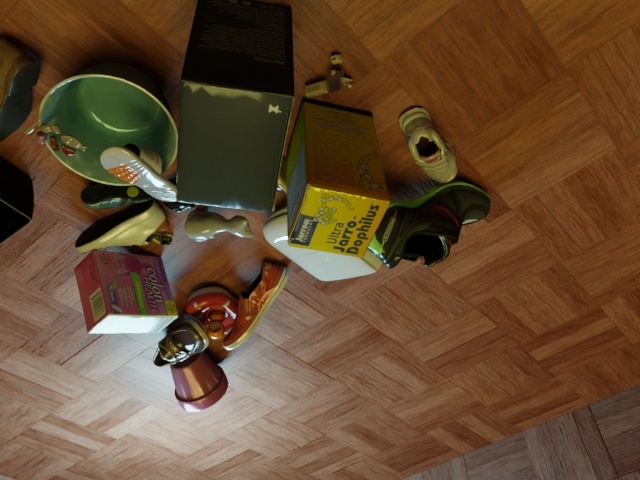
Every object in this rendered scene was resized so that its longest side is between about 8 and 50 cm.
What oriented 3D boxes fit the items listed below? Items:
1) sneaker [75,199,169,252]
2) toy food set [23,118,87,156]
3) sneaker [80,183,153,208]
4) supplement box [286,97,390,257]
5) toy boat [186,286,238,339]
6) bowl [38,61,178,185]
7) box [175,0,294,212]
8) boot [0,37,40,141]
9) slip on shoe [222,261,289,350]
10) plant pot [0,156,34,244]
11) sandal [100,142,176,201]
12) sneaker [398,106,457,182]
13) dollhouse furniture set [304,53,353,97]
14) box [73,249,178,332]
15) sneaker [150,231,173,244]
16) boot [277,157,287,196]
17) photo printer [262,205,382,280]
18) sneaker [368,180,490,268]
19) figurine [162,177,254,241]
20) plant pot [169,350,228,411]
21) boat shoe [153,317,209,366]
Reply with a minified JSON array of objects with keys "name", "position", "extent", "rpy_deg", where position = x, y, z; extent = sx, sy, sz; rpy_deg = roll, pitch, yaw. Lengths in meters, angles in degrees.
[{"name":"sneaker","position":[-0.577,-0.011,1.765],"extent":[0.290,0.106,0.123],"rpy_deg":[-21,130,14]},{"name":"toy food set","position":[-0.606,-0.233,1.379],"extent":[0.078,0.019,0.122],"rpy_deg":[-29,138,23]},{"name":"sneaker","position":[-0.560,-0.128,1.692],"extent":[0.209,0.069,0.082],"rpy_deg":[-8,168,-8]},{"name":"supplement box","position":[0.030,-0.160,1.488],"extent":[0.195,0.356,0.194],"rpy_deg":[9,134,-13]},{"name":"toy boat","position":[-0.349,0.263,2.025],"extent":[0.151,0.151,0.231],"rpy_deg":[-26,131,20]},{"name":"bowl","position":[-0.489,-0.299,1.447],"extent":[0.312,0.163,0.311],"rpy_deg":[-2,134,-2]},{"name":"box","position":[-0.183,-0.304,1.302],"extent":[0.212,0.395,0.293],"rpy_deg":[6,134,-10]},{"name":"boot","position":[-0.768,-0.352,1.442],"extent":[0.115,0.112,0.305],"rpy_deg":[43,128,-2]},{"name":"slip on shoe","position":[-0.229,0.210,1.958],"extent":[0.101,0.123,0.331],"rpy_deg":[32,98,-16]},{"name":"plant pot","position":[-0.877,-0.117,1.596],"extent":[0.188,0.167,0.187],"rpy_deg":[-30,129,22]},{"name":"sandal","position":[-0.414,-0.171,1.424],"extent":[0.102,0.076,0.265],"rpy_deg":[-4,158,20]},{"name":"sneaker","position":[0.292,-0.231,1.610],"extent":[0.103,0.111,0.252],"rpy_deg":[-28,130,22]},{"name":"dollhouse furniture set","position":[0.020,-0.400,1.494],"extent":[0.114,0.091,0.081],"rpy_deg":[-7,-178,33]},{"name":"box","position":[-0.579,0.157,1.800],"extent":[0.117,0.213,0.243],"rpy_deg":[-37,152,28]},{"name":"sneaker","position":[-0.491,-0.004,1.829],"extent":[0.083,0.035,0.031],"rpy_deg":[-1,134,-4]},{"name":"boot","position":[-0.201,-0.180,1.665],"extent":[0.207,0.090,0.248],"rpy_deg":[-19,137,32]},{"name":"photo printer","position":[0.000,0.000,1.773],"extent":[0.256,0.107,0.307],"rpy_deg":[-12,140,42]},{"name":"sneaker","position":[0.305,-0.027,1.670],"extent":[0.483,0.202,0.185],"rpy_deg":[-18,154,-34]},{"name":"figurine","position":[-0.302,-0.081,1.679],"extent":[0.210,0.092,0.215],"rpy_deg":[2,140,26]},{"name":"plant pot","position":[-0.466,0.500,2.238],"extent":[0.201,0.201,0.180],"rpy_deg":[-14,118,10]},{"name":"boat shoe","position":[-0.492,0.367,2.064],"extent":[0.123,0.123,0.342],"rpy_deg":[53,141,-6]}]
